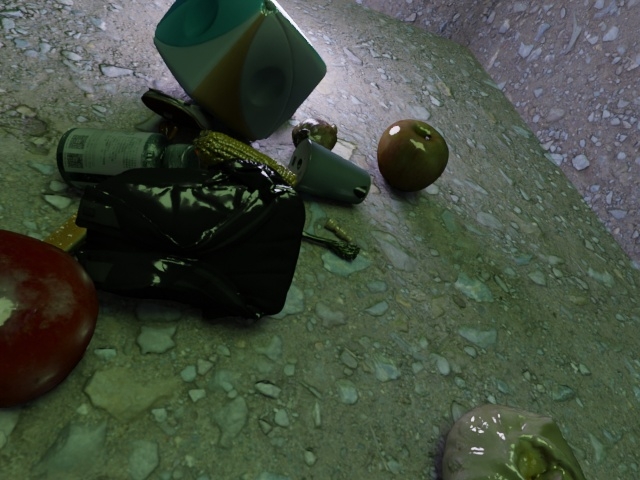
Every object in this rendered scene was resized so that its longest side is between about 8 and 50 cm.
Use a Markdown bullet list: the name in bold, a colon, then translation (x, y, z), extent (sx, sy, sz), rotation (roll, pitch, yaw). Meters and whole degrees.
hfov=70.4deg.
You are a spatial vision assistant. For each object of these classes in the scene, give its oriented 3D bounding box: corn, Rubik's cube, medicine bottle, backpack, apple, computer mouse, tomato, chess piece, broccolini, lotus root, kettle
- **corn**: translation (-0.219, -0.222, 1.310), extent (0.317, 0.115, 0.115), rotation (22, 43, -14)
- **Rubik's cube**: translation (-0.235, -0.560, 1.362), extent (0.352, 0.347, 0.352), rotation (28, 25, -55)
- **medicine bottle**: translation (-0.431, -0.179, 1.041), extent (0.292, 0.142, 0.142), rotation (5, 43, 8)
- **backpack**: translation (-0.256, 0.003, 0.936), extent (0.444, 0.364, 0.255), rotation (2, 26, -15)
- **apple**: translation (0.319, -0.298, 1.626), extent (0.256, 0.234, 0.257), rotation (16, 47, -19)
- **computer mouse**: translation (-0.395, -0.366, 1.294), extent (0.158, 0.072, 0.310), rotation (21, 9, -4)
- **tomato**: translation (-0.537, 0.096, 0.713), extent (0.334, 0.176, 0.290), rotation (24, 60, -9)
- **chess piece**: translation (0.059, -0.028, 1.364), extent (0.092, 0.035, 0.035), rotation (40, 42, 1)
- **broccolini**: translation (0.000, 0.000, 1.300), extent (0.238, 0.051, 0.054), rotation (19, 0, -8)
- **lotus root**: translation (-0.008, -0.353, 1.555), extent (0.138, 0.138, 0.214), rotation (47, 43, 15)
- **kettle**: translation (0.023, -0.211, 1.451), extent (0.243, 0.160, 0.210), rotation (17, 16, -28)

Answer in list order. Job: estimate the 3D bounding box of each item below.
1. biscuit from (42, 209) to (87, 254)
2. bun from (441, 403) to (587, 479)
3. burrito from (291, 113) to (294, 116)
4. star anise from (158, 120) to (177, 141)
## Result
- **biscuit**: translation (-0.532, 0.002, 0.952), extent (0.052, 0.056, 0.188), rotation (31, 41, -6)
- **bun**: translation (0.433, 0.514, 0.955), extent (0.364, 0.219, 0.366), rotation (17, 48, -20)
- **burrito**: translation (-0.169, -0.557, 1.653), extent (0.143, 0.089, 0.229), rotation (17, 41, -61)
- **star anise**: translation (-0.419, -0.208, 1.183), extent (0.195, 0.111, 0.213), rotation (-21, 90, -17)
